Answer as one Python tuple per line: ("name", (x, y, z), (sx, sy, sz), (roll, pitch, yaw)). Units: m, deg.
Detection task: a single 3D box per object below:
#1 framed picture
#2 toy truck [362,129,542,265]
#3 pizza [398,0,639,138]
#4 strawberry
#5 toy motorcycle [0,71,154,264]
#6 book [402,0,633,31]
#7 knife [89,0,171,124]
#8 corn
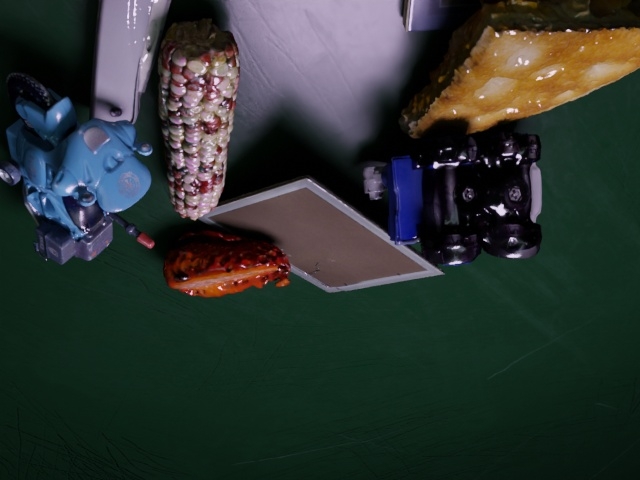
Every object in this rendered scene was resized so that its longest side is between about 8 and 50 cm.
("framed picture", (0.000, 0.000, 1.043), (0.231, 0.018, 0.293), (-13, 145, 41))
("toy truck", (0.176, -0.059, 0.959), (0.213, 0.177, 0.161), (-5, 98, -23))
("pizza", (0.249, -0.200, 0.860), (0.258, 0.087, 0.268), (-3, 160, -17))
("strawberry", (-0.134, 0.031, 1.061), (0.188, 0.082, 0.121), (-8, 158, 10))
("toy motorcycle", (-0.288, -0.068, 0.872), (0.182, 0.123, 0.272), (33, 145, 9))
("book", (0.228, -0.319, 0.785), (0.270, 0.025, 0.190), (-5, 138, -6))
("knife", (-0.205, -0.224, 0.789), (0.073, 0.040, 0.265), (10, 135, -18))
("corn", (-0.142, -0.132, 0.869), (0.092, 0.092, 0.280), (-2, 140, -10))
